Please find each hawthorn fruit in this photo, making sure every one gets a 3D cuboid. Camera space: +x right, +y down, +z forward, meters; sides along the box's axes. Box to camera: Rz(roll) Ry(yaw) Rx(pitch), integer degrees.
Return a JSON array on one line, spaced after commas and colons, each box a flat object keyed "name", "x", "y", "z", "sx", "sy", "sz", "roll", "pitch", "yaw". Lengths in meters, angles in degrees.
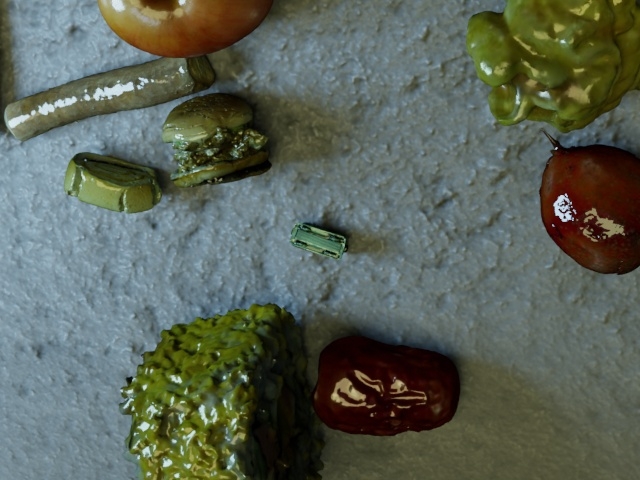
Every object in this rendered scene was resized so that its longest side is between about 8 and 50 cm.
[{"name": "hawthorn fruit", "x": 0.386, "y": -0.065, "z": 1.830, "sx": 0.235, "sy": 0.181, "sz": 0.181, "roll": 48, "pitch": 115, "yaw": 9}]

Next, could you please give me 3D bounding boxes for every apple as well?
[{"name": "apple", "x": -0.191, "y": -0.365, "z": 1.831, "sx": 0.242, "sy": 0.241, "sz": 0.242, "roll": 5, "pitch": 108, "yaw": 15}]

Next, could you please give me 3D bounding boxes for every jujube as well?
[{"name": "jujube", "x": 0.100, "y": 0.228, "z": 2.018, "sx": 0.230, "sy": 0.155, "sz": 0.155, "roll": 4, "pitch": 110, "yaw": 11}]

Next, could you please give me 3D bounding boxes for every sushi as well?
[{"name": "sushi", "x": -0.138, "y": 0.318, "z": 1.987, "sx": 0.240, "sy": 0.396, "sz": 0.351, "roll": -9, "pitch": 112, "yaw": 15}]

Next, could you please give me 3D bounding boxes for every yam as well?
[{"name": "yam", "x": -0.337, "y": -0.223, "z": 2.014, "sx": 0.357, "sy": 0.081, "sz": 0.081, "roll": -14, "pitch": 105, "yaw": 20}]

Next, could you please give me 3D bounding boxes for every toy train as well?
[{"name": "toy train", "x": 0.000, "y": 0.000, "z": 2.011, "sx": 0.093, "sy": 0.056, "sz": 0.038, "roll": 17, "pitch": 96, "yaw": 9}]

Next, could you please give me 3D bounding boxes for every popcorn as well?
[{"name": "popcorn", "x": 0.328, "y": -0.252, "z": 1.723, "sx": 0.242, "sy": 0.235, "sz": 0.250, "roll": -29, "pitch": 131, "yaw": 19}]

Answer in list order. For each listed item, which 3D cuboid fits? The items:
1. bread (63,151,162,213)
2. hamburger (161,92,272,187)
[{"name": "bread", "x": -0.325, "y": -0.088, "z": 2.036, "sx": 0.156, "sy": 0.117, "sz": 0.064, "roll": 18, "pitch": 112, "yaw": 9}, {"name": "hamburger", "x": -0.154, "y": -0.152, "z": 1.946, "sx": 0.185, "sy": 0.159, "sz": 0.131, "roll": 2, "pitch": 108, "yaw": 36}]
